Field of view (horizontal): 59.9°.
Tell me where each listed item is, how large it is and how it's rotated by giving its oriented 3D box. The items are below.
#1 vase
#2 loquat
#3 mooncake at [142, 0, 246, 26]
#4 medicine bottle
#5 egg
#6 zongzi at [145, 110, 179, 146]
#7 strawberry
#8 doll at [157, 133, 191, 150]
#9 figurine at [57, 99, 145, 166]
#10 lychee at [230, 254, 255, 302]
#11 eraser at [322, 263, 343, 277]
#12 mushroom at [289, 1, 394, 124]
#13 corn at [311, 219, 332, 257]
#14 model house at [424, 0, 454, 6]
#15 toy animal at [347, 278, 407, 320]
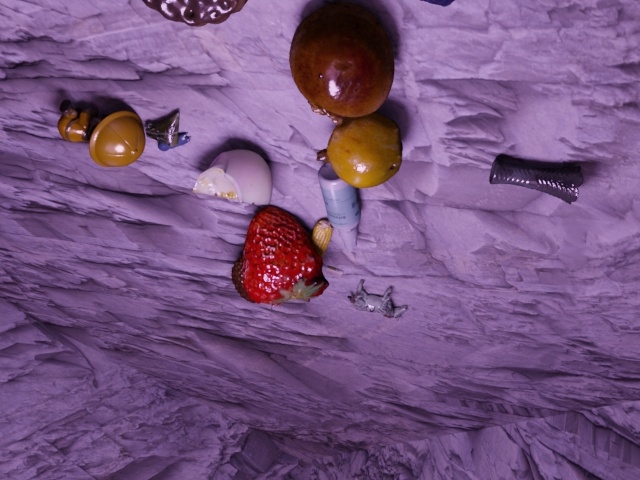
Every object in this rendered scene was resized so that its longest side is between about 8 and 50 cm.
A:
[{"bbox_3d":[0.613,-0.178,1.598,0.237,0.115,0.115,11,141,5],"label":"vase"},{"bbox_3d":[0.108,-0.251,1.553,0.246,0.213,0.213,-5,138,15],"label":"loquat"},{"bbox_3d":[-0.276,-0.631,1.204,0.324,0.187,0.324,6,138,5],"label":"mooncake"},{"bbox_3d":[0.075,-0.098,1.812,0.110,0.110,0.351,0,139,14],"label":"medicine bottle"},{"bbox_3d":[-0.253,-0.204,1.732,0.206,0.161,0.271,3,-170,-42],"label":"egg"},{"bbox_3d":[-0.482,-0.356,1.696,0.109,0.055,0.119,21,122,8],"label":"zongzi"},{"bbox_3d":[-0.145,0.073,1.929,0.292,0.310,0.291,-21,148,-13],"label":"strawberry"},{"bbox_3d":[-0.463,-0.311,1.757,0.125,0.027,0.037,-14,135,23],"label":"doll"},{"bbox_3d":[-0.663,-0.317,1.691,0.257,0.167,0.192,12,154,3],"label":"figurine"},{"bbox_3d":[-0.234,0.146,2.123,0.200,0.200,0.238,-24,123,35],"label":"lychee"},{"bbox_3d":[0.042,0.119,2.150,0.083,0.019,0.038,19,141,-9],"label":"eraser"},{"bbox_3d":[0.051,-0.418,1.372,0.263,0.195,0.283,7,141,-4],"label":"mushroom"},{"bbox_3d":[0.000,0.000,1.982,0.067,0.067,0.206,13,142,-1],"label":"corn"},{"bbox_3d":[0.212,-0.617,1.025,0.312,0.280,0.245,37,134,-27],"label":"model house"},{"bbox_3d":[0.237,0.245,2.206,0.255,0.089,0.170,24,143,-11],"label":"toy animal"}]
